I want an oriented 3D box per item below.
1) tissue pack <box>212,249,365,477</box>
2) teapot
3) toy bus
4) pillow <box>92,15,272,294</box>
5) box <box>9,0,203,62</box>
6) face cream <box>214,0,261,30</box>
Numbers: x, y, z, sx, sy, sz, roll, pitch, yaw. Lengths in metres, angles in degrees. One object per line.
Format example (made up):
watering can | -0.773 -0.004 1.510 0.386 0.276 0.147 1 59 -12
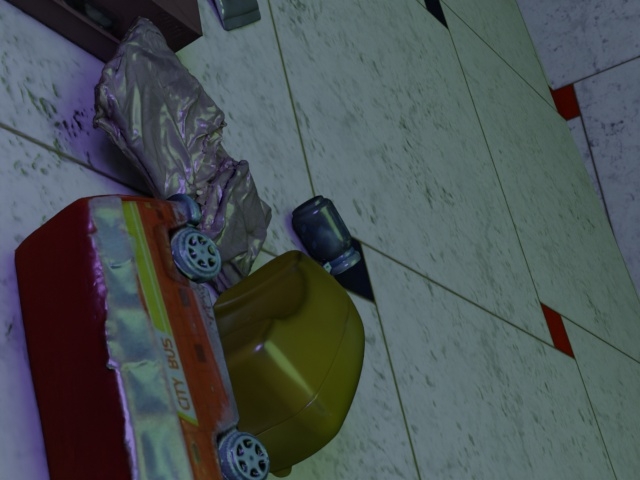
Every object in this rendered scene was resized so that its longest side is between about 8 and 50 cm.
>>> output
tissue pack | -0.031 0.104 0.907 0.127 0.123 0.178 50 27 -17
teapot | 0.004 -0.002 1.164 0.083 0.049 0.063 59 25 -8
toy bus | -0.128 0.098 0.751 0.120 0.121 0.265 11 55 -48
pillow | -0.112 -0.069 0.973 0.248 0.049 0.135 57 35 -31
box | -0.211 -0.284 0.998 0.215 0.086 0.215 31 40 -49
face cream | -0.126 -0.357 1.273 0.224 0.070 0.114 67 24 -10
